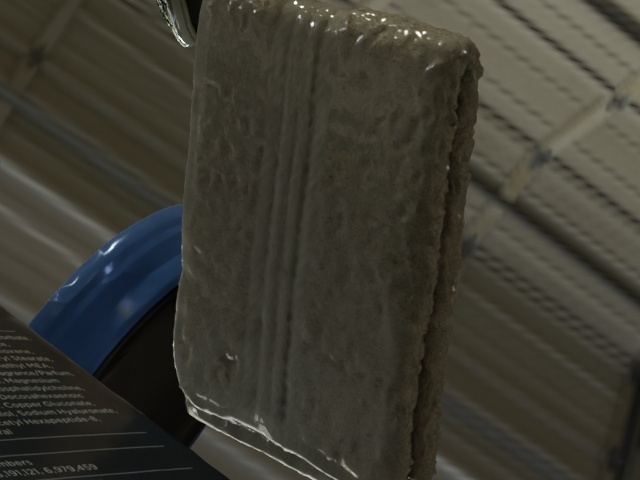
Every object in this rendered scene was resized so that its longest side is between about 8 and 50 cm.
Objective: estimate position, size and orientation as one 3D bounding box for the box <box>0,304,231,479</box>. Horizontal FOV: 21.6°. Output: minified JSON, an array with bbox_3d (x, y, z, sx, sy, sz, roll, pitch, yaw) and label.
[{"bbox_3d":[-0.231,0.208,0.895,0.395,0.212,0.294,32,-74,35],"label":"box"}]

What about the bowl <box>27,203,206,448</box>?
[{"bbox_3d":[-0.195,0.149,1.652,0.077,0.391,0.391,33,-35,18],"label":"bowl"}]

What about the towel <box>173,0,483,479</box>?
[{"bbox_3d":[0.000,0.000,0.952,0.187,0.049,0.282,22,-65,36],"label":"towel"}]

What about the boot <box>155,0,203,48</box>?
[{"bbox_3d":[-0.050,-0.243,1.181,0.178,0.085,0.236,-26,-28,-9],"label":"boot"}]
